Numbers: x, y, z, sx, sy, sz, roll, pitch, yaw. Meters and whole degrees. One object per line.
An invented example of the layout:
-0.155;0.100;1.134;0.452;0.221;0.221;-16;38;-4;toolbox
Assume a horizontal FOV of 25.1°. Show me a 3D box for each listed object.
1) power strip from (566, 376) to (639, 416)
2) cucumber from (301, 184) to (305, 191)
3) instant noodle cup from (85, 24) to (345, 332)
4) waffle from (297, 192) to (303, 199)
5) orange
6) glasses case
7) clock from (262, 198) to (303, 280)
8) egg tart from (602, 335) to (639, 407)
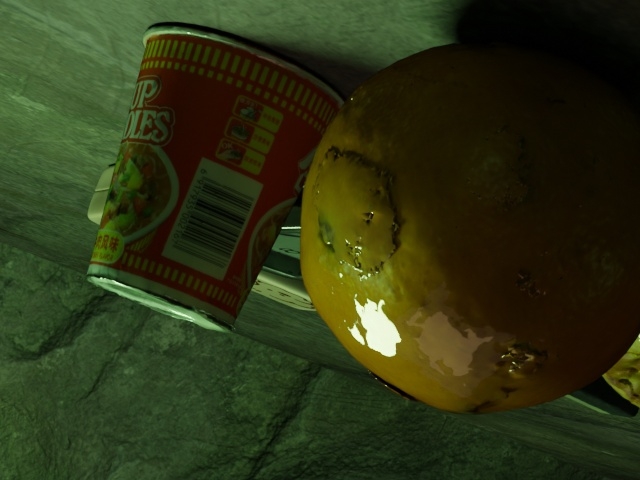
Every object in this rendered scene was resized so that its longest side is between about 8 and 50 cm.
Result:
0.278;0.119;1.639;0.257;0.105;0.070;26;169;-31;power strip
-0.003;-0.069;1.302;0.284;0.056;0.056;9;166;25;cucumber
-0.096;-0.042;1.198;0.193;0.212;0.193;19;170;3;instant noodle cup
-0.064;-0.078;1.449;0.169;0.036;0.183;19;171;-7;waffle
0.106;-0.007;0.936;0.246;0.246;0.246;19;170;4;orange
-0.127;-0.001;1.868;0.336;0.076;0.144;24;170;-22;glasses case
0.000;-0.001;1.564;0.273;0.049;0.279;-1;166;37;clock
0.377;0.117;1.392;0.241;0.106;0.241;22;159;9;egg tart
